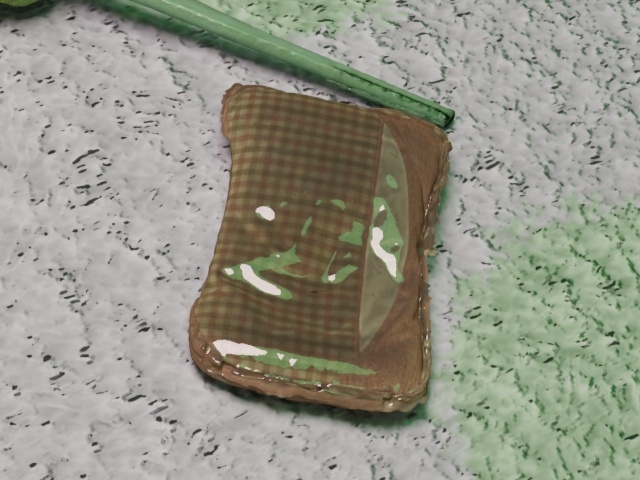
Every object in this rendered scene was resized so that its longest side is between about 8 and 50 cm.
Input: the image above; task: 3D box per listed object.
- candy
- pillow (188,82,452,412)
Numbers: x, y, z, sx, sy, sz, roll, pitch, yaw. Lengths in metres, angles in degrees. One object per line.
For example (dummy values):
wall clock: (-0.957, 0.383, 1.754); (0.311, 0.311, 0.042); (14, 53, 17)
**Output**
candy: (-0.075, -0.136, 1.107); (0.335, 0.093, 0.092); (23, 93, -7)
pillow: (0.003, 0.001, 1.032); (0.135, 0.034, 0.211); (11, 52, -8)
